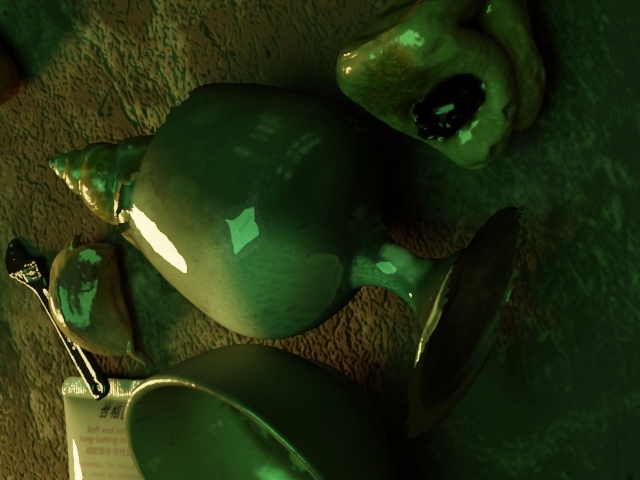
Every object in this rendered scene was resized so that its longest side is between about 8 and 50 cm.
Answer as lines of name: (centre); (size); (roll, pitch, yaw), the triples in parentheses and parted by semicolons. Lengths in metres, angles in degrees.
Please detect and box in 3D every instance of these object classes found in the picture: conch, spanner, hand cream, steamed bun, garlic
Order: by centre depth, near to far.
steamed bun: (0.117, -0.142, 1.565); (0.141, 0.172, 0.155); (-25, 105, 46)
conch: (-0.161, -0.039, 1.802); (0.116, 0.106, 0.173); (-19, 105, 54)
garlic: (-0.239, 0.068, 1.898); (0.084, 0.066, 0.152); (-9, 94, 33)
hand cream: (-0.193, 0.320, 1.914); (0.185, 0.118, 0.358); (-1, 90, 38)
spanner: (-0.278, 0.082, 1.947); (0.046, 0.012, 0.208); (-46, 67, 30)

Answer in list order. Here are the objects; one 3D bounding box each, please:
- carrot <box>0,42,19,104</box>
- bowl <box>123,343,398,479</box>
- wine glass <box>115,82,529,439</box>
carrot: (-0.416, -0.274, 1.939); (0.066, 0.066, 0.314); (-40, 77, 34)
bowl: (-0.030, 0.200, 1.717); (0.289, 0.146, 0.289); (28, 141, 25)
wine glass: (0.000, 0.000, 1.624); (0.323, 0.238, 0.238); (25, 114, 24)
